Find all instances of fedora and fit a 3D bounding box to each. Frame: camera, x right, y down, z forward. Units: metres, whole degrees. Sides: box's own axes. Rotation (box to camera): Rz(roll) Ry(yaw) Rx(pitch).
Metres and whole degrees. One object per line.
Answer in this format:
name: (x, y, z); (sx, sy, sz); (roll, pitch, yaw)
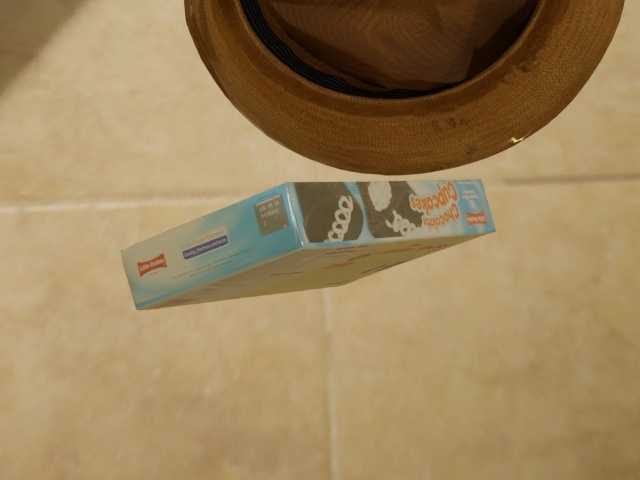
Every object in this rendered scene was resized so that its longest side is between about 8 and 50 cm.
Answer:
fedora: (0.039, -0.119, 0.620); (0.194, 0.079, 0.194); (1, 95, 17)

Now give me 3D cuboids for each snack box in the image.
snack box: (0.000, 0.000, 1.270); (0.187, 0.322, 0.060); (-20, 81, 33)
